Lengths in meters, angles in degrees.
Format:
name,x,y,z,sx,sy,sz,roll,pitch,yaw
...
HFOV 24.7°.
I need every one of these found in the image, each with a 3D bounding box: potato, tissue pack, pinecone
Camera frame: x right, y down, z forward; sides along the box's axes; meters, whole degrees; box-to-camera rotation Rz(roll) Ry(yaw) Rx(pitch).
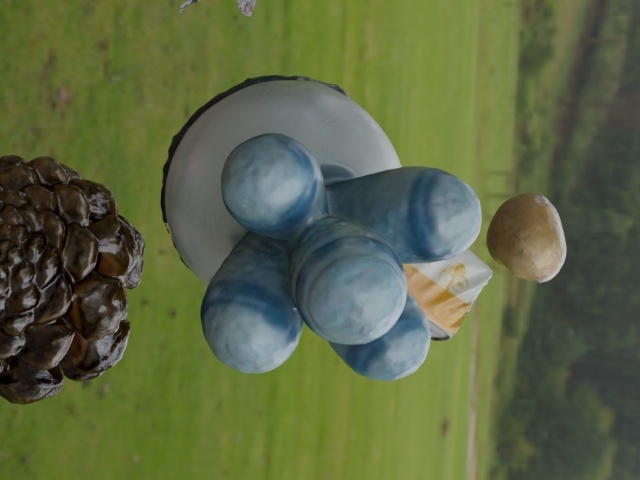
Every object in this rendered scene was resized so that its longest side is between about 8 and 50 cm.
name,x,y,z,sx,sy,sz,roll,pitch,yaw
potato,0.287,-0.004,2.040,0.147,0.112,0.112,-94,179,-51
tissue pack,0.062,0.016,1.772,0.124,0.225,0.185,-59,-162,-20
pinecone,-0.283,0.044,1.455,0.309,0.244,0.244,18,76,-80

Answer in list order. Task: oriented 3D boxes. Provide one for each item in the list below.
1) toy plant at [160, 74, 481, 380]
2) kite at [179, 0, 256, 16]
name,x,y,z,sx,sy,sz,roll,pitch,yaw
toy plant,0.000,0.000,1.219,0.332,0.247,0.247,-131,-141,-68
kite,-0.116,-0.331,1.846,0.011,0.156,0.139,48,-10,44
